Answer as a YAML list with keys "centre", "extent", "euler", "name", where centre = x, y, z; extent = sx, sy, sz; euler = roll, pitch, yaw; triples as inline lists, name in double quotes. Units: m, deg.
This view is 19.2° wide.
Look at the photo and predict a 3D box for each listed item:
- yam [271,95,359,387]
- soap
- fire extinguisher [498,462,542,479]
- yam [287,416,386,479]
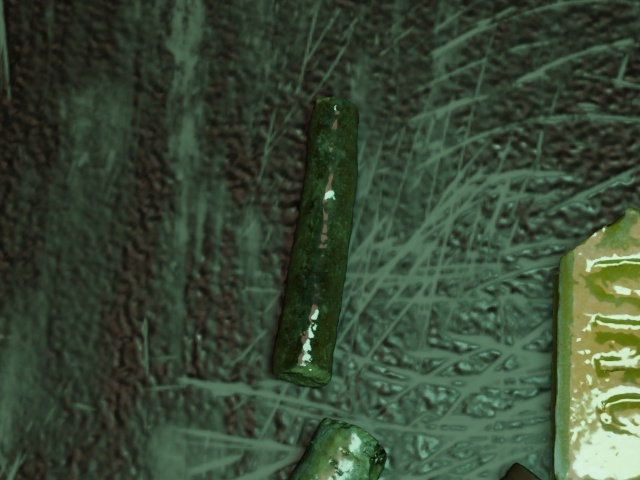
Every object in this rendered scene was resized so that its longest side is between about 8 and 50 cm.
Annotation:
- centre: [0.000, 0.000, 1.788]
  extent: [0.061, 0.061, 0.274]
  euler: [7, 78, 5]
  name: "yam"
- centre: [0.292, 0.102, 1.732]
  extent: [0.160, 0.080, 0.257]
  euler: [1, 79, 4]
  name: "soap"
- centre: [0.135, 0.327, 1.699]
  extent: [0.106, 0.075, 0.252]
  euler: [40, 83, 10]
  name: "fire extinguisher"
- centre: [-0.007, 0.248, 1.726]
  extent: [0.078, 0.078, 0.179]
  euler: [30, 81, 9]
  name: "yam"
